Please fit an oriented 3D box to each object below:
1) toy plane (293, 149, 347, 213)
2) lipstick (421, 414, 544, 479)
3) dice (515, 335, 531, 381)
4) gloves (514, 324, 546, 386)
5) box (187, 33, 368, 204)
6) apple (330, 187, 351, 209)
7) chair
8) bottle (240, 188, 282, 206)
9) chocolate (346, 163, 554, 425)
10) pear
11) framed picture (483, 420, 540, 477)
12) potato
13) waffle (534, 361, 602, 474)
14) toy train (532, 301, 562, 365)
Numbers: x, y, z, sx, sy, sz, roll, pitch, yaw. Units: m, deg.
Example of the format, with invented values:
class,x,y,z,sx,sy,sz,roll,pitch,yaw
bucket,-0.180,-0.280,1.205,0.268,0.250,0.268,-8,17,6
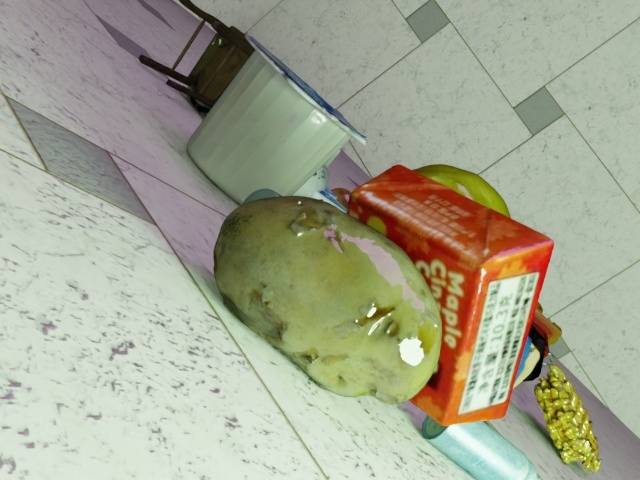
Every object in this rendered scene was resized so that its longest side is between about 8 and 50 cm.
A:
class,x,y,z,sx,sy,sz,roll,pitch,yaw
toy plane,-0.037,-0.118,1.579,0.267,0.123,0.267,36,19,-14
lipstick,0.241,0.293,1.048,0.274,0.061,0.068,39,1,-16
dice,0.219,0.161,1.281,0.146,0.143,0.146,34,5,-1
gloves,0.308,0.194,1.591,0.197,0.152,0.301,17,12,28
box,-0.079,-0.158,1.334,0.262,0.206,0.291,39,11,-11
apple,0.041,-0.068,1.813,0.084,0.084,0.071,32,22,-47
chair,-0.190,-0.331,1.748,0.160,0.186,0.319,43,10,38
bottle,-0.001,0.020,1.226,0.286,0.082,0.082,33,13,-44
chocolate,0.122,0.063,0.978,0.108,0.237,0.235,-14,35,-40
pear,0.232,0.014,1.668,0.287,0.287,0.375,48,-12,32
framed picture,0.262,0.299,1.266,0.149,0.011,0.109,48,12,32
potato,0.011,0.054,0.870,0.262,0.165,0.165,43,9,0
waffle,0.473,0.349,1.637,0.193,0.070,0.197,46,25,-44
toy train,0.394,0.175,1.949,0.369,0.163,0.231,42,18,-4
